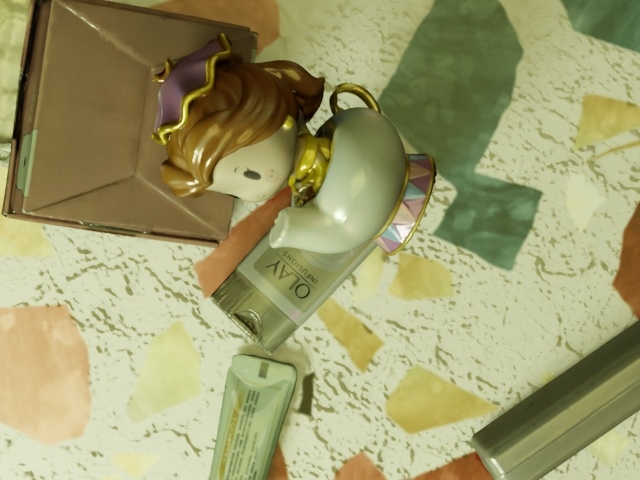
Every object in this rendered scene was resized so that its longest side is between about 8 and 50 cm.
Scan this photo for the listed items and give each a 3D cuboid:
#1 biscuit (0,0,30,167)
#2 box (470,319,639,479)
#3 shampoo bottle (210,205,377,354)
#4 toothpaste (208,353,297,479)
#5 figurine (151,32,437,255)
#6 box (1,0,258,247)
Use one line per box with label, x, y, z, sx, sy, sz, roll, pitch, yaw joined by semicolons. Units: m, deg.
biscuit;-0.303;-0.164;1.897;0.265;0.040;0.188;-3;89;-2
box;0.257;0.147;1.877;0.244;0.103;0.055;-34;96;-1
shampoo bottle;0.000;0.000;1.895;0.086;0.056;0.227;44;89;-5
toothpaste;-0.081;0.237;1.904;0.067;0.037;0.255;13;87;4
figurine;-0.034;-0.081;1.783;0.263;0.142;0.189;23;55;-16
box;-0.176;-0.111;1.850;0.215;0.086;0.215;9;90;-18
